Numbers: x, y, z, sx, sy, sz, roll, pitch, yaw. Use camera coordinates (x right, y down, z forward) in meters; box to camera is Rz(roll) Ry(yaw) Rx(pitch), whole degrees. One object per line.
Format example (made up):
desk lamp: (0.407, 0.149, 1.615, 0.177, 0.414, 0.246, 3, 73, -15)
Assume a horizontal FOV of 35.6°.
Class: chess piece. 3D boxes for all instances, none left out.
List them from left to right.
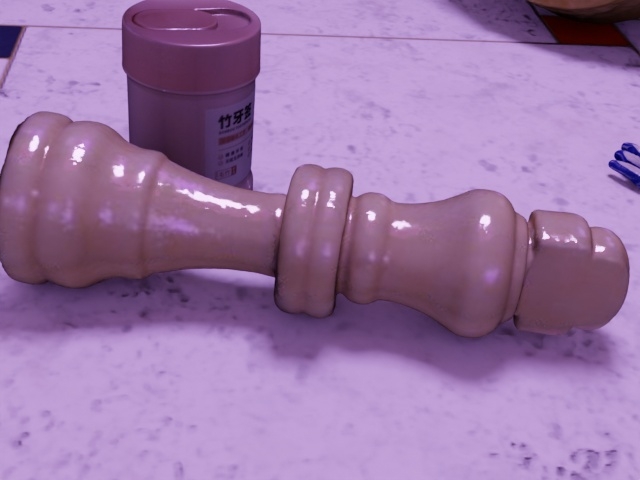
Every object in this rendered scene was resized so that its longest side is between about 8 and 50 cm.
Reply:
chess piece: (0.000, 0.000, 0.647, 0.397, 0.117, 0.117, 9, 34, 3)

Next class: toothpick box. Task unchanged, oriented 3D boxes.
toothpick box: (-0.095, -0.093, 0.734, 0.098, 0.149, 0.098, 4, 33, -3)

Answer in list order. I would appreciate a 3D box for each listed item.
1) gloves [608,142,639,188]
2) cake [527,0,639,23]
gloves: (0.288, -0.060, 0.846, 0.064, 0.026, 0.086, -15, 34, -30)
cake: (0.349, -0.405, 1.139, 0.332, 0.332, 0.321, 27, 20, 30)
